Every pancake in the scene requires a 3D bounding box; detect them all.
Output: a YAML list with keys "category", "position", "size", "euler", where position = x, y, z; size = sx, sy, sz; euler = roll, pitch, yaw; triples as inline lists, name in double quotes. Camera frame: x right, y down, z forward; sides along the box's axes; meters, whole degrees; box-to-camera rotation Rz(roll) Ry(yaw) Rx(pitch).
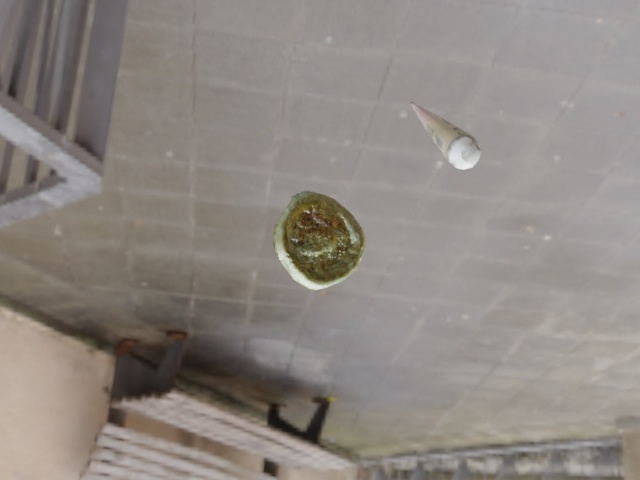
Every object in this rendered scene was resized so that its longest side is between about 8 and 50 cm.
- category: "pancake"
  position: [-0.001, 0.001, 1.036]
  size: [0.108, 0.108, 0.017]
  euler: [14, 157, -23]

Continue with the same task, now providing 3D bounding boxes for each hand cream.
- category: "hand cream"
  position: [0.148, -0.123, 1.183]
  size: [0.061, 0.143, 0.039]
  euler: [38, 101, -27]
